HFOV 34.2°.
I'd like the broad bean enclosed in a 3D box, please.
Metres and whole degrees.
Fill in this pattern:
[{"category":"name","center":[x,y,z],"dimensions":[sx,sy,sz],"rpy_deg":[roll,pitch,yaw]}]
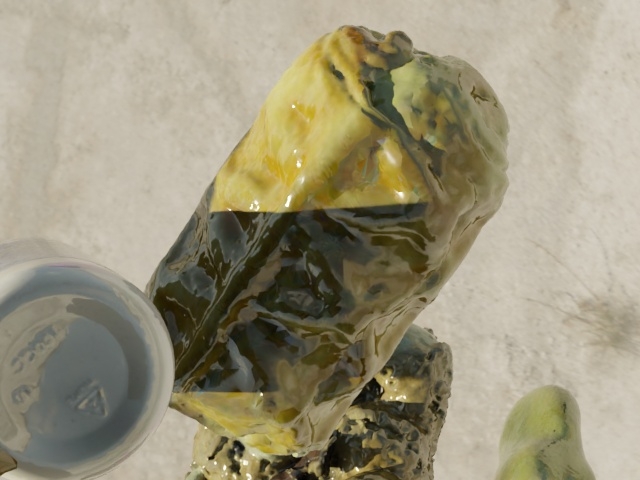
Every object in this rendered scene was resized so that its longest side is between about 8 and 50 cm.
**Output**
[{"category":"broad bean","center":[0.284,0.293,1.335],"dimensions":[0.121,0.263,0.189],"rpy_deg":[21,116,5]}]

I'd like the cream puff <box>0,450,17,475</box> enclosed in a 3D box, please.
[{"category":"cream puff","center":[-0.188,0.199,0.283],"dimensions":[0.291,0.325,0.257],"rpy_deg":[-141,57,-63]}]

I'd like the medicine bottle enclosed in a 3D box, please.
[{"category":"medicine bottle","center":[-0.144,0.052,0.536],"dimensions":[0.187,0.103,0.102],"rpy_deg":[14,87,68]}]

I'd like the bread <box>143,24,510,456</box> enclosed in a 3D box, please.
[{"category":"bread","center":[0.000,0.000,0.611],"dimensions":[0.152,0.130,0.267],"rpy_deg":[38,113,7]}]

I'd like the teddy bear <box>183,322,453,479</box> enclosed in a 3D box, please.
[{"category":"teddy bear","center":[-0.009,0.202,1.020],"dimensions":[0.256,0.156,0.267],"rpy_deg":[8,48,22]}]
